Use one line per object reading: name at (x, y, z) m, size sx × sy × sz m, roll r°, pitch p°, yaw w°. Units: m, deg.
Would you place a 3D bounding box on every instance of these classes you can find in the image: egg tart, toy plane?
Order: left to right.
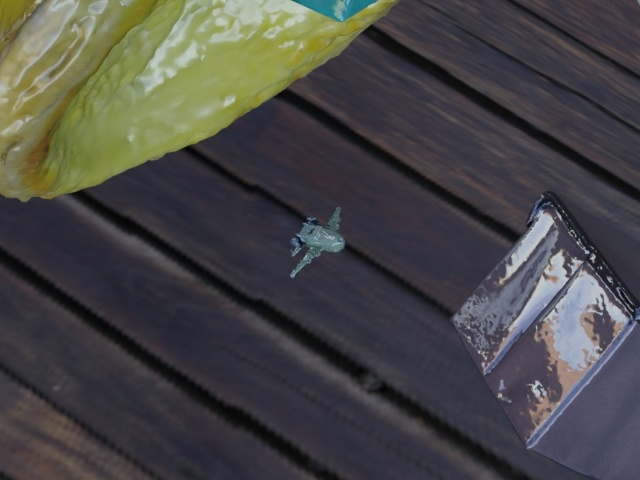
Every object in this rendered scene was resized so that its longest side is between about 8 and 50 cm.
egg tart at (-0.073, -0.139, 0.932) m, size 0.315 × 0.315 × 0.120 m, roll -36°, pitch 81°, yaw 12°
toy plane at (-0.002, -0.002, 1.636) m, size 0.033 × 0.083 × 0.080 m, roll 42°, pitch 73°, yaw -18°

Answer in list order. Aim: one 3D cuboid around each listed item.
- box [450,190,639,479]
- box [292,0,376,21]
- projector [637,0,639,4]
box at (0.262, 0.108, 1.484) m, size 0.153 × 0.252 × 0.188 m, roll -50°, pitch 36°, yaw 16°
box at (-0.049, -0.167, 0.725) m, size 0.226 × 0.161 × 0.042 m, roll 26°, pitch 121°, yaw 17°
projector at (0.266, -0.252, 1.241) m, size 0.079 × 0.259 × 0.257 m, roll -14°, pitch 113°, yaw 42°
